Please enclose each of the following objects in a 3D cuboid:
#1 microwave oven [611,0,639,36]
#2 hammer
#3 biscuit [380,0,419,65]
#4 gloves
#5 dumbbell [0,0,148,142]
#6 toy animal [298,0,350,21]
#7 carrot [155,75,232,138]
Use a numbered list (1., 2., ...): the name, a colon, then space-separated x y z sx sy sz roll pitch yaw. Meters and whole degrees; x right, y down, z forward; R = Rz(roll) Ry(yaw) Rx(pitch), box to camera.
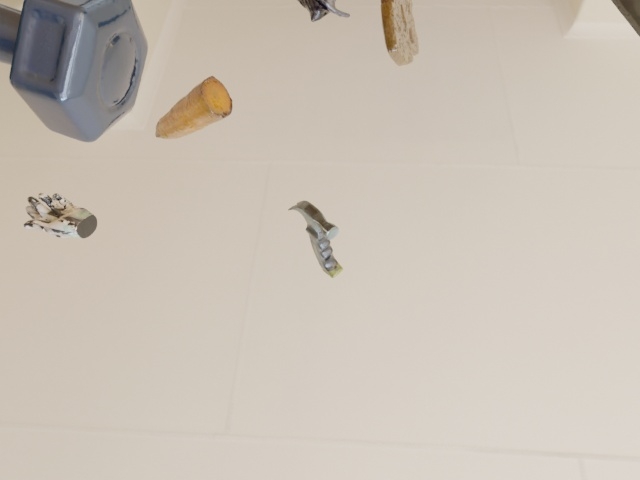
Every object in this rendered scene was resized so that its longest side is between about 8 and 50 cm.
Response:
1. microwave oven: 0.618 -0.492 0.990 0.247 0.178 0.188 50 -138 -2
2. hammer: 0.000 0.000 1.319 0.041 0.226 0.159 -37 -129 -14
3. biscuit: 0.186 -0.548 1.361 0.043 0.278 0.301 -5 -139 23
4. gloves: -0.773 -0.064 1.620 0.212 0.111 0.127 13 -111 22
5. dumbbell: -0.348 -0.218 0.555 0.325 0.144 0.160 17 -137 3
6. toy animal: 0.007 -0.573 1.153 0.185 0.122 0.298 -15 -116 37
7. carrot: -0.238 -0.220 0.973 0.205 0.072 0.072 -13 -137 43
